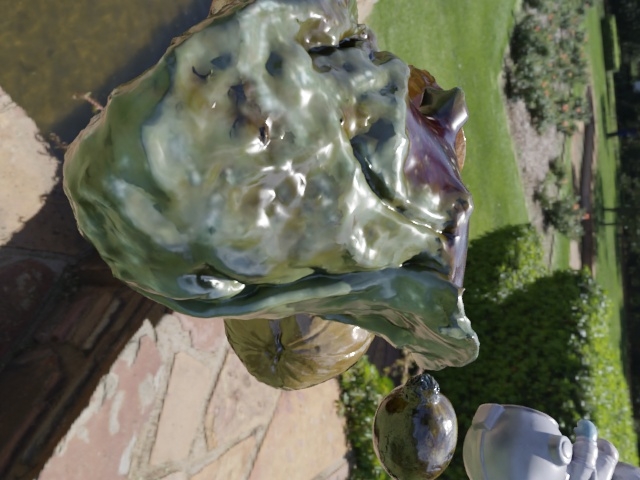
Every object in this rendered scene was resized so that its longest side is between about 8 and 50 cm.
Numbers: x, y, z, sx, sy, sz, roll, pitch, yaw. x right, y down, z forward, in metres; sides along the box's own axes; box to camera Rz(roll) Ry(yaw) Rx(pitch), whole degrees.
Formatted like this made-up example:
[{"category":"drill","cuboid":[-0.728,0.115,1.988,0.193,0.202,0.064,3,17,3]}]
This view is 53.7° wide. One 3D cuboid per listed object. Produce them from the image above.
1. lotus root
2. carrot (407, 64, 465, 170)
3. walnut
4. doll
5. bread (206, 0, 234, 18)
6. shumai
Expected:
[{"category":"lotus root","cuboid":[0.135,0.275,0.908,0.120,0.120,0.209,-53,150,-51]},{"category":"carrot","cuboid":[0.043,-0.112,0.794,0.159,0.225,0.159,158,-90,-82]},{"category":"walnut","cuboid":[-0.026,0.099,0.905,0.228,0.228,0.227,14,74,-60]},{"category":"doll","cuboid":[0.263,0.271,0.677,0.287,0.151,0.150,37,48,-17]},{"category":"bread","cuboid":[-0.089,-0.409,1.072,0.244,0.190,0.123,-49,144,-11]},{"category":"shumai","cuboid":[0.000,0.000,0.471,0.288,0.292,0.330,58,14,2]}]
